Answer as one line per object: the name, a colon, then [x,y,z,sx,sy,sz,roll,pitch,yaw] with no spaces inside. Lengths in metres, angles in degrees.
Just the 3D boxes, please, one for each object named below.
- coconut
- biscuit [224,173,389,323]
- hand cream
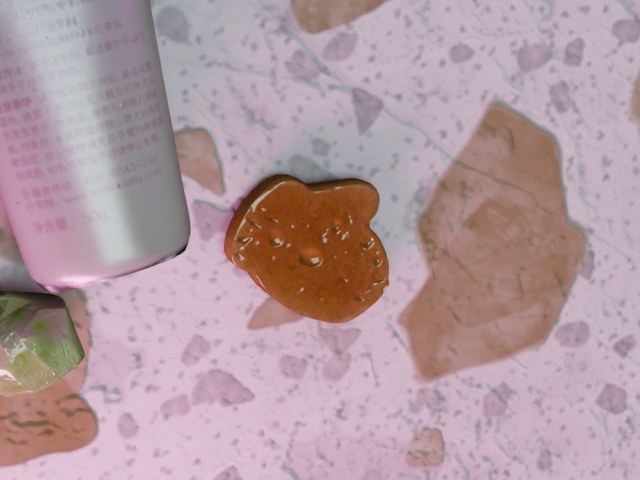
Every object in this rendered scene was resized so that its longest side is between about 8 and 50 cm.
coconut: [-0.218,0.073,1.292,0.082,0.083,0.081,-53,128,-45]
biscuit: [-0.001,0.000,1.381,0.118,0.023,0.140,-47,117,-1]
hand cream: [-0.186,-0.142,1.225,0.185,0.118,0.359,-16,105,-11]
